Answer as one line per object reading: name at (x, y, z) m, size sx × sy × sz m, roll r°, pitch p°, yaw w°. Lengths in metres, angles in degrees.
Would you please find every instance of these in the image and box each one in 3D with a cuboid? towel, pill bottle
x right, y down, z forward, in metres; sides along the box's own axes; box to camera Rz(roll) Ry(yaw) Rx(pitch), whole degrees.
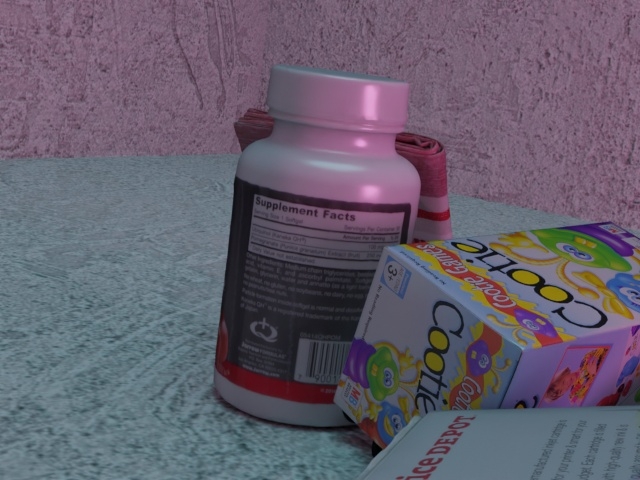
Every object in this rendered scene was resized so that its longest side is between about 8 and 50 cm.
towel at (0.044, -0.004, 1.200) m, size 0.237 × 0.329 × 0.037 m, roll 13°, pitch 51°, yaw 24°
pill bottle at (0.000, 0.000, 1.003) m, size 0.176 × 0.318 × 0.176 m, roll 7°, pitch 11°, yaw -1°

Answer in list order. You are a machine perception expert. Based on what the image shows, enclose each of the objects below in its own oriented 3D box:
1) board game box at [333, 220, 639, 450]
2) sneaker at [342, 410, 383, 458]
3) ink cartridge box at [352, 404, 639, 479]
board game box at (0.171, 0.085, 0.822) m, size 0.275 × 0.144 × 0.142 m, roll -5°, pitch 33°, yaw -41°
sneaker at (0.086, 0.171, 0.885) m, size 0.078 × 0.067 × 0.188 m, roll -31°, pitch 35°, yaw -22°
ink cartridge box at (0.179, 0.169, 0.544) m, size 0.306 × 0.131 × 0.226 m, roll -7°, pitch 4°, yaw 22°
